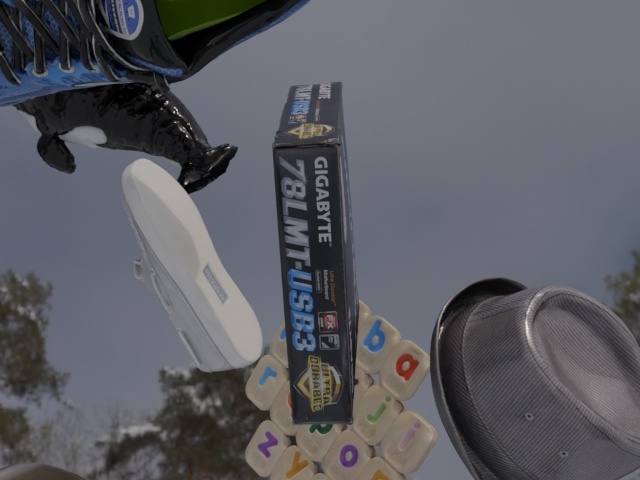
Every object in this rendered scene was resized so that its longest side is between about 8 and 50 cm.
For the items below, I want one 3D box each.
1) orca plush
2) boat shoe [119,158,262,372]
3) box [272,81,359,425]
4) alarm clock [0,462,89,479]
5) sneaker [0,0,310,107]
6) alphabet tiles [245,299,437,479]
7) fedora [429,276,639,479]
[{"bbox_3d":[-0.228,-0.136,1.003,0.151,0.287,0.102,-46,-26,-6],"label":"orca plush"},{"bbox_3d":[-0.114,0.025,0.789,0.063,0.066,0.184,-22,-68,27],"label":"boat shoe"},{"bbox_3d":[0.000,0.000,1.078,0.073,0.293,0.295,-4,-72,2],"label":"box"},{"bbox_3d":[-0.098,0.168,0.391,0.064,0.192,0.129,-16,-35,-53],"label":"alarm clock"},{"bbox_3d":[-0.142,-0.158,0.633,0.330,0.147,0.129,-19,-67,1],"label":"sneaker"},{"bbox_3d":[0.019,0.222,1.302,0.021,0.284,0.278,17,-74,-51],"label":"alphabet tiles"},{"bbox_3d":[0.235,0.146,0.960,0.275,0.244,0.124,52,-44,-7],"label":"fedora"}]
